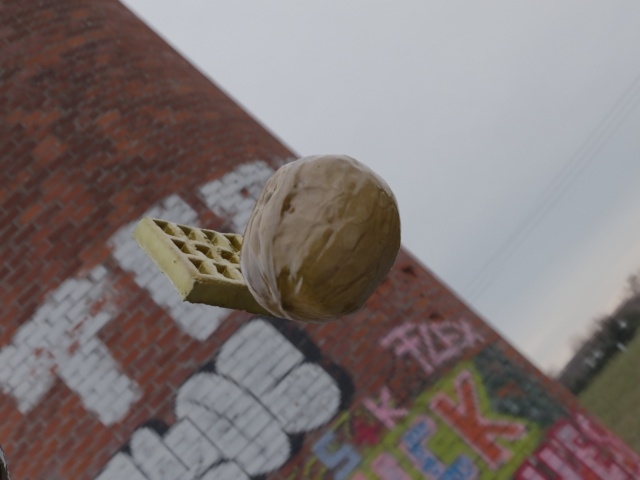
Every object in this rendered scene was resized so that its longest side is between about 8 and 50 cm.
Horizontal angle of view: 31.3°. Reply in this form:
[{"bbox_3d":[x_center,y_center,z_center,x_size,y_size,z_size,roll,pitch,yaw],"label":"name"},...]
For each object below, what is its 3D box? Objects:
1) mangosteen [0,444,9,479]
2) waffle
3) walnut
[{"bbox_3d":[-0.620,0.383,1.732,0.311,0.311,0.311,-42,-19,-18],"label":"mangosteen"},{"bbox_3d":[-0.181,0.048,1.997,0.248,0.221,0.055,13,-68,-42],"label":"waffle"},{"bbox_3d":[0.000,0.000,1.428,0.195,0.195,0.222,97,-161,-60],"label":"walnut"}]
